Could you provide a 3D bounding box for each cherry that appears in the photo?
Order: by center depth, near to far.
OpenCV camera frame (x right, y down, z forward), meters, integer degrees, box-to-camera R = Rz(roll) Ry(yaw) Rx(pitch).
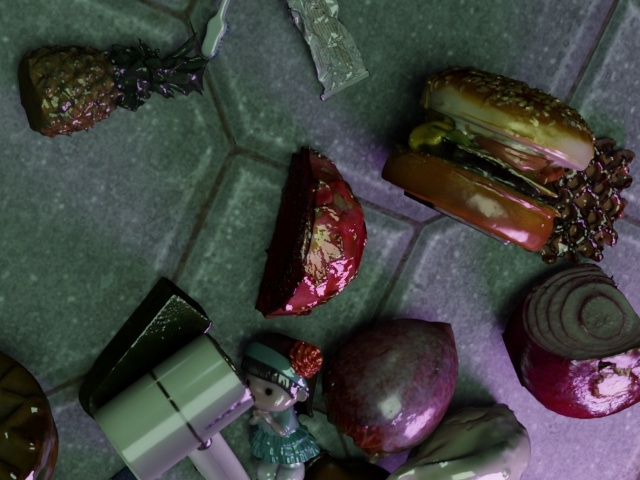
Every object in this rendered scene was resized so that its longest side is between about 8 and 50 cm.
[{"bbox_3d":[0.114,0.210,1.978,0.249,0.192,0.175,-40,142,-16],"label":"cherry"}]

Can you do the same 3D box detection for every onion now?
[{"bbox_3d":[0.409,0.186,2.060,0.206,0.216,0.207,-19,128,0],"label":"onion"}]

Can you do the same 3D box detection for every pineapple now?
[{"bbox_3d":[-0.275,-0.214,1.744,0.248,0.128,0.128,-13,111,-22],"label":"pineapple"}]

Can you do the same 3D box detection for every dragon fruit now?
[{"bbox_3d":[0.000,0.000,1.898,0.189,0.163,0.262,-3,109,-47],"label":"dragon fruit"}]

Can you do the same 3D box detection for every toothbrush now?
[{"bbox_3d":[-0.091,-0.433,1.775,0.040,0.040,0.386,16,101,-23],"label":"toothbrush"}]

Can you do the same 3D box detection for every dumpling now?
[{"bbox_3d":[0.240,0.386,2.029,0.318,0.187,0.243,-17,100,-45],"label":"dumpling"}]

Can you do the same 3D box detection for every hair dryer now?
[{"bbox_3d":[-0.173,0.304,1.901,0.203,0.128,0.362,-36,141,-11],"label":"hair dryer"}]

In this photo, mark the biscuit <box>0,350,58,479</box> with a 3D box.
[{"bbox_3d":[-0.511,0.275,1.713,0.332,0.332,0.103,-16,140,-14],"label":"biscuit"}]

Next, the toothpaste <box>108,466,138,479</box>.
[{"bbox_3d":[-0.362,0.449,1.944,0.272,0.066,0.053,-41,116,-3],"label":"toothpaste"}]

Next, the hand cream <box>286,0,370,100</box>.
[{"bbox_3d":[-0.010,-0.320,1.838,0.084,0.050,0.257,-32,117,-10],"label":"hand cream"}]

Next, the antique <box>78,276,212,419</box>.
[{"bbox_3d":[-0.262,0.169,1.886,0.081,0.080,0.221,39,93,-24],"label":"antique"}]

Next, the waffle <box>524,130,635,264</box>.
[{"bbox_3d":[0.391,-0.070,2.053,0.234,0.055,0.221,7,103,-26],"label":"waffle"}]

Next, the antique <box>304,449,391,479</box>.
[{"bbox_3d":[0.050,0.467,2.060,0.223,0.129,0.278,-34,113,-7],"label":"antique"}]

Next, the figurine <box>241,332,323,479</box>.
[{"bbox_3d":[-0.052,0.256,1.956,0.110,0.137,0.246,-31,125,-55],"label":"figurine"}]

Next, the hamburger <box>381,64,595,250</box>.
[{"bbox_3d":[0.245,-0.126,1.868,0.291,0.291,0.225,21,94,-24],"label":"hamburger"}]
